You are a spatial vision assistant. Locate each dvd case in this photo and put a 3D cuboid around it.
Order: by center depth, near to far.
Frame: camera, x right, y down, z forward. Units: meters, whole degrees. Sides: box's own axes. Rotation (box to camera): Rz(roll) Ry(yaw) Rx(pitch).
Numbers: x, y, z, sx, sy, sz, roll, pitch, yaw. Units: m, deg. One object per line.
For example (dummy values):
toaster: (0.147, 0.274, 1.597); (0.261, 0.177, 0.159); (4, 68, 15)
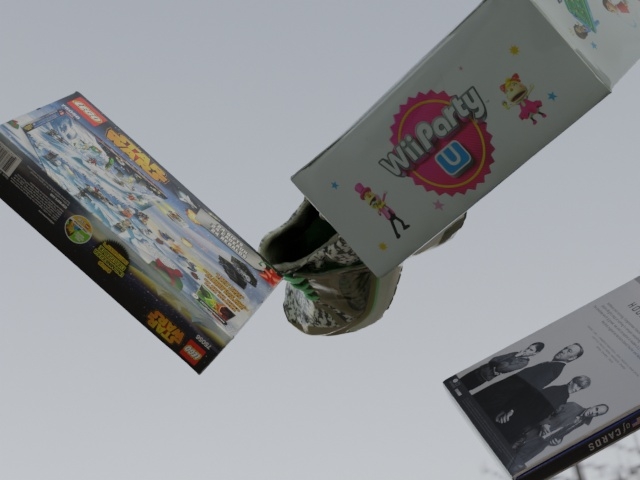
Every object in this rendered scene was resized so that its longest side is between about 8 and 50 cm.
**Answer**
dvd case: (0.258, 0.135, 1.379); (0.239, 0.179, 0.029); (-27, -60, -5)

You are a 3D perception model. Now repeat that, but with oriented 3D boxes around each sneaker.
sneaker: (0.000, 0.000, 1.561); (0.182, 0.158, 0.410); (-11, -22, -24)

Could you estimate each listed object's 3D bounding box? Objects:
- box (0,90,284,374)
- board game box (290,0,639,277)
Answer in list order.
box: (-0.085, -0.007, 0.640); (0.027, 0.137, 0.094); (-48, 0, 21)
board game box: (0.141, -0.126, 0.979); (0.224, 0.097, 0.303); (-41, 0, 39)
